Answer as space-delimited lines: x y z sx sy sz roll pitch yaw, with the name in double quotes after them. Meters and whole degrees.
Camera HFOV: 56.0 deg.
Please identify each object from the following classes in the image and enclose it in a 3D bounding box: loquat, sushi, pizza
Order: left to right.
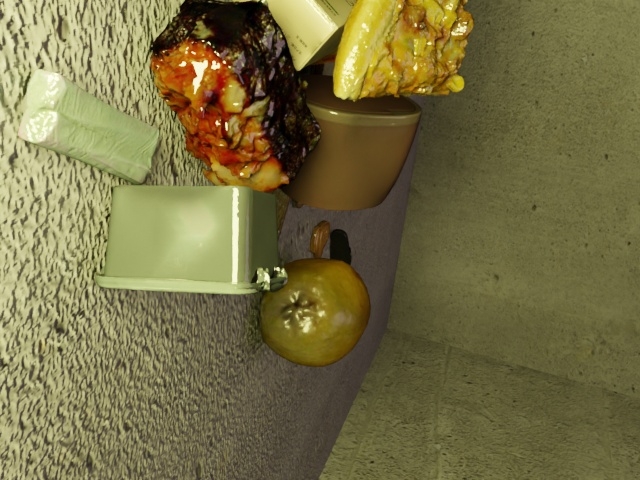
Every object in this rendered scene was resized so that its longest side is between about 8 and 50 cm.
-0.129 -0.194 0.896 0.182 0.196 0.343 -50 151 -18 "sushi"
-0.011 0.173 1.476 0.284 0.276 0.276 15 89 -72 "loquat"
0.128 -0.339 0.888 0.268 0.087 0.258 -14 112 -38 "pizza"

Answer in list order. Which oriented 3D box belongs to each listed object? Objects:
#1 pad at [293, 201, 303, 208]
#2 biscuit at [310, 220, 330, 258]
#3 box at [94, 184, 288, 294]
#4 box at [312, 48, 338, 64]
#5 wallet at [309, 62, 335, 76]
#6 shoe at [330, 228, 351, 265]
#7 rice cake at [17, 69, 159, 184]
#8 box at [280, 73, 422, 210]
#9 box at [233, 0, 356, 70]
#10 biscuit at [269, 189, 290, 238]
0.016 -0.249 1.538 0.284 0.018 0.287 -53 163 -55 "pad"
0.002 0.000 1.792 0.140 0.023 0.118 -46 146 -63 "biscuit"
-0.169 -0.003 0.810 0.163 0.243 0.135 1 90 -74 "box"
0.078 -0.495 1.050 0.284 0.259 0.214 66 34 -34 "box"
0.018 -0.430 1.411 0.335 0.068 0.275 88 24 -62 "wallet"
0.070 0.024 1.979 0.049 0.071 0.179 -66 158 -46 "shoe"
-0.262 -0.124 0.706 0.222 0.042 0.080 24 85 -76 "rice cake"
0.040 -0.204 1.242 0.301 0.300 0.216 -51 155 -57 "box"
-0.048 -0.379 0.910 0.095 0.212 0.168 -41 -173 31 "box"
-0.112 -0.087 1.319 0.231 0.016 0.139 47 58 -72 "biscuit"
